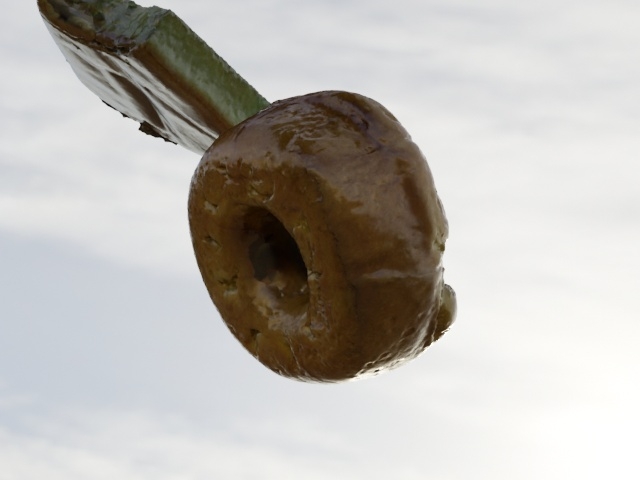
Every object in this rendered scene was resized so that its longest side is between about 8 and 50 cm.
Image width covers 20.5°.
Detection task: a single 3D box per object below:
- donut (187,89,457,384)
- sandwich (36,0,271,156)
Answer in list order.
[{"bbox_3d":[-0.001,0.001,1.321,0.114,0.226,0.226,-25,-3,-36],"label":"donut"},{"bbox_3d":[-0.117,-0.132,1.510,0.245,0.063,0.212,26,-11,12],"label":"sandwich"}]
